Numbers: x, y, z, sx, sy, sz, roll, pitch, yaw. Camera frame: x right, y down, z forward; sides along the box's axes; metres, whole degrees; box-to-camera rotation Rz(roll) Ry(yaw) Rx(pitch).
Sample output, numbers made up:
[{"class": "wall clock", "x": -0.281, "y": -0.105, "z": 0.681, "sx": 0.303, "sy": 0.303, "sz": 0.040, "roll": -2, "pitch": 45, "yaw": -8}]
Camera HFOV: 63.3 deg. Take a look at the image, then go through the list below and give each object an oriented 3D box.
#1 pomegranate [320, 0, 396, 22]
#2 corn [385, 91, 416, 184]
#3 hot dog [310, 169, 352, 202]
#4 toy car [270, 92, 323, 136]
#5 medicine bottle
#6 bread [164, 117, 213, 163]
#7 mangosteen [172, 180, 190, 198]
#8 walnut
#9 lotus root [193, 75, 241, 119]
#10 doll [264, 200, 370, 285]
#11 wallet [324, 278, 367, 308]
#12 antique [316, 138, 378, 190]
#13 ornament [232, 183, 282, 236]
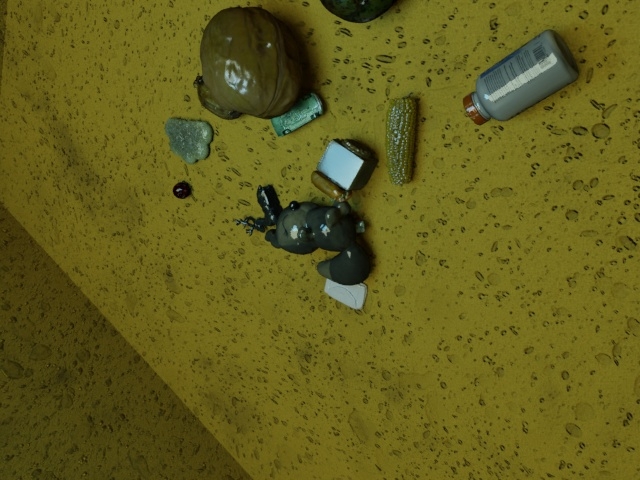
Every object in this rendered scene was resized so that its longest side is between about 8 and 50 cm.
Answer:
[{"class": "pomegranate", "x": 0.106, "y": -0.836, "z": 1.554, "sx": 0.285, "sy": 0.285, "sz": 0.340, "roll": -27, "pitch": 59, "yaw": 39}, {"class": "corn", "x": 0.263, "y": -0.337, "z": 1.725, "sx": 0.102, "sy": 0.101, "sz": 0.310, "roll": 16, "pitch": 119, "yaw": 30}, {"class": "hot dog", "x": 0.034, "y": -0.192, "z": 1.886, "sx": 0.068, "sy": 0.100, "sz": 0.249, "roll": -66, "pitch": 28, "yaw": 13}, {"class": "toy car", "x": -0.082, "y": -0.466, "z": 1.927, "sx": 0.224, "sy": 0.076, "sz": 0.090, "roll": -22, "pitch": 94, "yaw": 31}, {"class": "medicine bottle", "x": 0.545, "y": -0.437, "z": 1.445, "sx": 0.289, "sy": 0.157, "sz": 0.156, "roll": -30, "pitch": 90, "yaw": 39}, {"class": "bread", "x": -0.588, "y": -0.441, "z": 2.309, "sx": 0.287, "sy": 0.056, "sz": 0.207, "roll": 10, "pitch": 112, "yaw": 33}, {"class": "mangosteen", "x": -0.649, "y": -0.234, "z": 2.426, "sx": 0.081, "sy": 0.081, "sz": 0.080, "roll": 14, "pitch": 116, "yaw": 30}, {"class": "walnut", "x": -0.230, "y": -0.610, "z": 1.785, "sx": 0.308, "sy": 0.354, "sz": 0.397, "roll": -20, "pitch": 81, "yaw": 36}, {"class": "lotus root", "x": -0.416, "y": -0.582, "z": 2.082, "sx": 0.260, "sy": 0.128, "sz": 0.145, "roll": 39, "pitch": 136, "yaw": 17}, {"class": "doll", "x": -0.021, "y": 0.018, "z": 1.981, "sx": 0.383, "sy": 0.252, "sz": 0.378, "roll": -3, "pitch": 107, "yaw": 43}, {"class": "wallet", "x": 0.100, "y": 0.201, "z": 2.103, "sx": 0.183, "sy": 0.032, "sz": 0.124, "roll": 25, "pitch": 119, "yaw": 26}, {"class": "antique", "x": 0.098, "y": -0.274, "z": 1.826, "sx": 0.152, "sy": 0.147, "sz": 0.147, "roll": 38, "pitch": 114, "yaw": 17}, {"class": "ornament", "x": -0.277, "y": -0.119, "z": 2.204, "sx": 0.236, "sy": 0.080, "sz": 0.202, "roll": -15, "pitch": 103, "yaw": 38}]
